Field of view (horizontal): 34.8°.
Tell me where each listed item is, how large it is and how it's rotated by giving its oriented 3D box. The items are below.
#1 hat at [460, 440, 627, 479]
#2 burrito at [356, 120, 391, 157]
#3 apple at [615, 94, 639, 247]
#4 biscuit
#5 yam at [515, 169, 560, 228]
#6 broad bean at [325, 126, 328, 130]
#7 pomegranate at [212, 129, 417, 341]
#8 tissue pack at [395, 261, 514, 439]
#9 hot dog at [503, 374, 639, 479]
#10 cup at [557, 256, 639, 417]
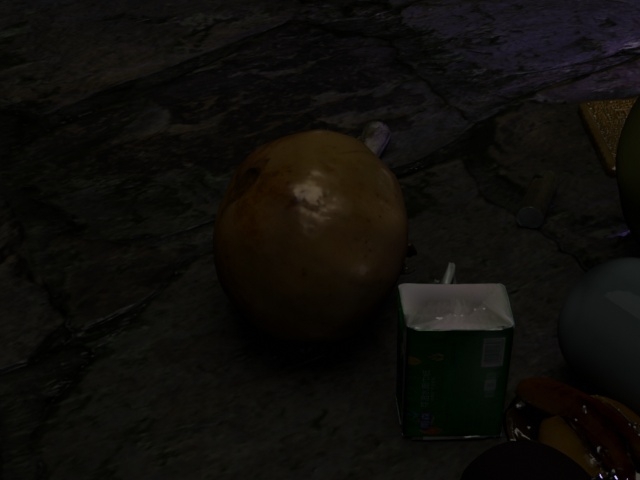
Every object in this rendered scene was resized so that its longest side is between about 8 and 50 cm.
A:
[{"bbox_3d":[0.250,0.342,1.162,0.238,0.209,0.336,-42,46,2],"label":"hat"},{"bbox_3d":[0.094,-0.185,1.988,0.058,0.045,0.188,32,41,0],"label":"burrito"},{"bbox_3d":[0.689,-0.112,1.573,0.474,0.473,0.473,-1,39,1],"label":"apple"},{"bbox_3d":[0.619,-0.211,2.015,0.172,0.029,0.254,-3,38,-1],"label":"biscuit"},{"bbox_3d":[0.392,-0.077,1.836,0.054,0.054,0.132,15,43,19],"label":"yam"},{"bbox_3d":[-0.025,-0.085,1.860,0.075,0.067,0.325,34,41,-4],"label":"broad bean"},{"bbox_3d":[0.000,0.000,1.571,0.338,0.338,0.338,-1,39,1],"label":"pomegranate"},{"bbox_3d":[0.181,0.153,1.436,0.148,0.209,0.156,-3,37,-1],"label":"tissue pack"},{"bbox_3d":[0.358,0.281,1.352,0.194,0.107,0.326,-27,45,-27],"label":"hot dog"},{"bbox_3d":[0.494,0.166,1.418,0.205,0.205,0.312,-26,43,-28],"label":"cup"}]
